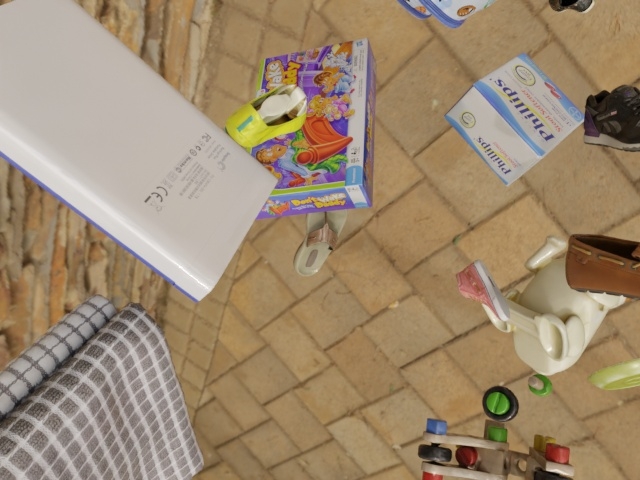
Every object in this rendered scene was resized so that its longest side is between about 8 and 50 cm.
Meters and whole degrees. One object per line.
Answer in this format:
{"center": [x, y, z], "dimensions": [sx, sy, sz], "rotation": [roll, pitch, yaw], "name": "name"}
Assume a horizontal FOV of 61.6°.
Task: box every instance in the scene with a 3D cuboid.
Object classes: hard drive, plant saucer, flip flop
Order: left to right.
{"center": [-0.203, -0.107, 0.554], "dimensions": [0.319, 0.210, 0.040], "rotation": [40, 128, -15], "name": "hard drive"}
{"center": [0.000, 0.000, 1.410], "dimensions": [0.112, 0.080, 0.277], "rotation": [9, 126, -21], "name": "flip flop"}
{"center": [0.874, 0.372, 1.491], "dimensions": [0.241, 0.241, 0.037], "rotation": [-34, 53, 36], "name": "plant saucer"}

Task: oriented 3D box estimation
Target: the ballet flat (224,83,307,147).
{"center": [-0.064, -0.208, 0.850], "dimensions": [0.077, 0.231, 0.077], "rotation": [49, 127, -4], "name": "ballet flat"}

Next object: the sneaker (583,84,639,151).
{"center": [0.649, -0.262, 1.126], "dimensions": [0.107, 0.283, 0.124], "rotation": [-15, 107, -8], "name": "sneaker"}

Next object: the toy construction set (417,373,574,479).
{"center": [0.335, 0.426, 0.929], "dimensions": [0.257, 0.237, 0.308], "rotation": [-25, 59, 24], "name": "toy construction set"}

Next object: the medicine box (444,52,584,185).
{"center": [0.541, -0.341, 1.490], "dimensions": [0.263, 0.289, 0.149], "rotation": [49, 145, 6], "name": "medicine box"}

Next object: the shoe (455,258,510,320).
{"center": [0.415, 0.141, 1.381], "dimensions": [0.081, 0.063, 0.178], "rotation": [-37, 54, 27], "name": "shoe"}

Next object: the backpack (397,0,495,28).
{"center": [0.191, -0.474, 0.829], "dimensions": [0.276, 0.263, 0.213], "rotation": [26, 142, -29], "name": "backpack"}

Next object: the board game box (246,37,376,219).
{"center": [-0.016, -0.219, 1.041], "dimensions": [0.233, 0.347, 0.078], "rotation": [-6, 151, 18], "name": "board game box"}

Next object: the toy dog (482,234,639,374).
{"center": [0.730, 0.170, 1.519], "dimensions": [0.395, 0.408, 0.284], "rotation": [59, 164, -21], "name": "toy dog"}

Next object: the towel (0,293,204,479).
{"center": [-0.244, 0.234, 0.568], "dimensions": [0.121, 0.235, 0.283], "rotation": [9, 127, 19], "name": "towel"}

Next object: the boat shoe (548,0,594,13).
{"center": [0.561, -0.546, 1.217], "dimensions": [0.042, 0.133, 0.049], "rotation": [25, 108, -24], "name": "boat shoe"}

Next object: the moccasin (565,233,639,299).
{"center": [0.622, 0.033, 0.974], "dimensions": [0.380, 0.139, 0.147], "rotation": [-172, 71, -69], "name": "moccasin"}
